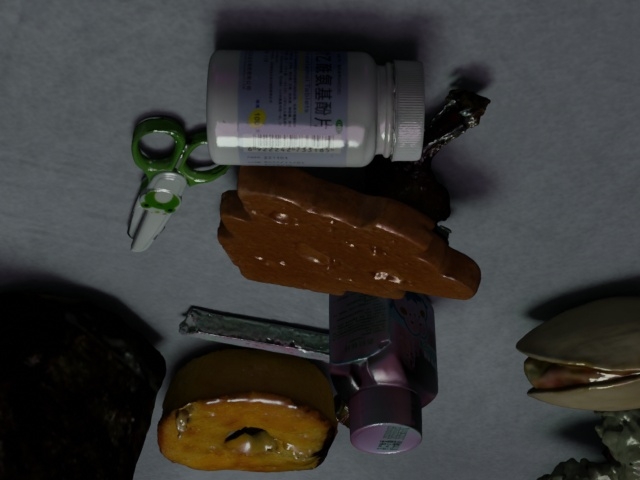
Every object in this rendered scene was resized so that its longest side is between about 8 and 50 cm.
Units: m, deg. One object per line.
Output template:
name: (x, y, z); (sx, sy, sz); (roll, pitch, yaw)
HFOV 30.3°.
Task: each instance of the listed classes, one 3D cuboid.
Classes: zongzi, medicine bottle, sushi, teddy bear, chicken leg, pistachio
zongzi: (0.063, 0.234, 1.599); (0.083, 0.073, 0.067); (44, 141, 8)
medicine bottle: (-0.004, -0.116, 1.044); (0.186, 0.103, 0.103); (1, 145, 0)
sushi: (-0.359, 0.244, 1.393); (0.281, 0.294, 0.299); (31, 136, -28)
teddy bear: (0.447, 0.371, 1.694); (0.357, 0.224, 0.367); (18, 157, -26)
chicken leg: (0.097, -0.062, 1.164); (0.106, 0.051, 0.253); (3, 147, -7)
medicine bottle: (0.071, 0.139, 1.332); (0.094, 0.188, 0.119); (-20, 140, 26)
pistachio: (0.338, 0.134, 1.370); (0.215, 0.144, 0.144); (-13, 143, 15)

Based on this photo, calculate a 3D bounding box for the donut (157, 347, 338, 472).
donut: (-0.095, 0.234, 1.536); (0.253, 0.118, 0.253); (-1, 143, -1)

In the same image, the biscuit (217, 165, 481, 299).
biscuit: (0.000, 0.000, 1.202); (0.284, 0.043, 0.306); (26, 158, -27)

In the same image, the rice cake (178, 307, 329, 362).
rice cake: (-0.068, 0.117, 1.440); (0.207, 0.033, 0.033); (12, 153, -14)

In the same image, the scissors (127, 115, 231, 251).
scissors: (-0.163, -0.050, 1.206); (0.101, 0.027, 0.204); (15, 141, -18)
